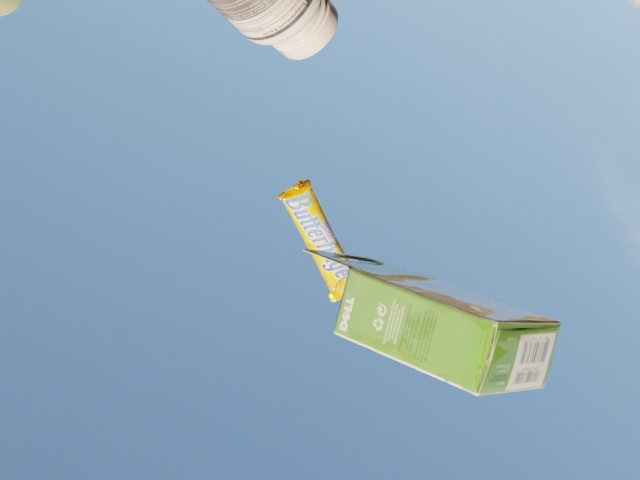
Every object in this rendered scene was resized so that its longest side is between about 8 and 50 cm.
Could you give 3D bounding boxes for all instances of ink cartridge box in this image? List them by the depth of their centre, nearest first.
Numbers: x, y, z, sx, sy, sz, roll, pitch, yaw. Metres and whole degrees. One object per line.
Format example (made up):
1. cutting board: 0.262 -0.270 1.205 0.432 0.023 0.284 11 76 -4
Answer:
1. ink cartridge box: 0.086 0.067 0.946 0.209 0.062 0.109 20 -171 38

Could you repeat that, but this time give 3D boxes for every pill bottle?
1. pill bottle: -0.107 -0.450 1.908 0.318 0.176 0.176 38 -161 -47

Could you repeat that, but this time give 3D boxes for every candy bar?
1. candy bar: 0.000 0.000 1.163 0.161 0.040 0.018 63 180 -36

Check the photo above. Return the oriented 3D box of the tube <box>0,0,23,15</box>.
1. tube: -0.301 -0.217 0.870 0.240 0.070 0.062 -43 -64 -80
